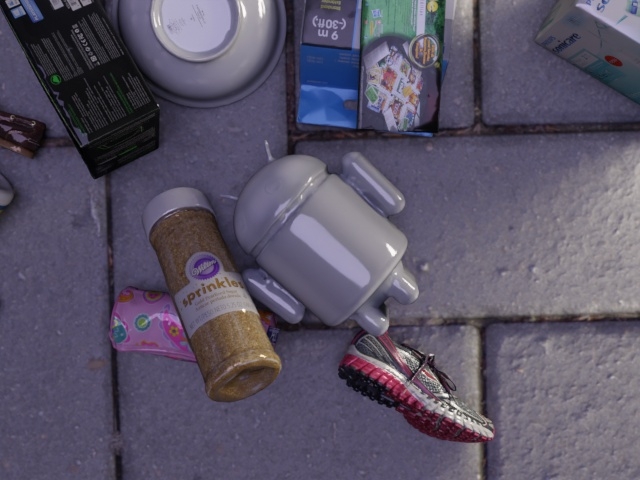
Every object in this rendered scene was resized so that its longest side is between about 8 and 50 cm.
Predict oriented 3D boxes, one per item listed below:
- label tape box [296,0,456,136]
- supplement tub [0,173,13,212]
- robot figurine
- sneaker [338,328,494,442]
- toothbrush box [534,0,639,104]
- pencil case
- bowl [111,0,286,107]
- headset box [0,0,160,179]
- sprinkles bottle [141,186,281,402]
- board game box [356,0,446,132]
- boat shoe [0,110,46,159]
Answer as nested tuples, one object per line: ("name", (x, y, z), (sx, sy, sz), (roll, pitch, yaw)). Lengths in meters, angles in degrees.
("label tape box", (0.096, -0.366, 1.193), (0.249, 0.115, 0.348), (7, 91, 0))
("supplement tub", (-0.641, -0.049, 1.198), (0.144, 0.144, 0.200), (42, 93, -1))
("robot figurine", (0.000, 0.000, 1.164), (0.353, 0.200, 0.300), (43, 96, -1))
("sneaker", (0.181, 0.254, 1.220), (0.299, 0.121, 0.112), (35, 62, -8))
("toothbrush box", (0.528, -0.325, 1.138), (0.295, 0.216, 0.126), (32, 92, -1))
("pencil case", (-0.213, 0.157, 1.213), (0.283, 0.124, 0.124), (11, 92, 1))
("bowl", (-0.200, -0.364, 1.157), (0.297, 0.134, 0.298), (-1, 103, -6))
("headset box", (-0.371, -0.251, 1.127), (0.131, 0.283, 0.246), (-30, 93, -14))
("sprinkles bottle", (-0.180, 0.077, 1.125), (0.121, 0.121, 0.355), (-30, 58, 2))
("board game box", (0.129, -0.305, 1.131), (0.136, 0.030, 0.260), (3, 98, 3))
("boat shoe", (-0.582, -0.213, 1.230), (0.206, 0.073, 0.073), (22, 91, -7))
